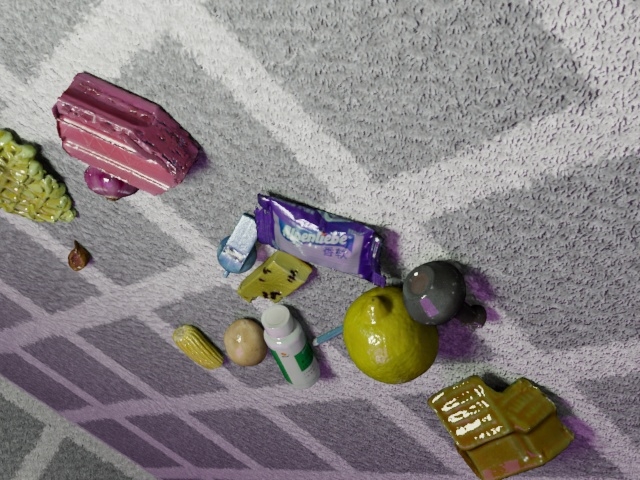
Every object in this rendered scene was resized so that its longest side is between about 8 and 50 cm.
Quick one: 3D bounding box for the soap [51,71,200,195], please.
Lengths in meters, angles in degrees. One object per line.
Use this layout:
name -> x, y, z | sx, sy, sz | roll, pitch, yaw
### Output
soap -> -0.348, -0.177, 1.318 | 0.250, 0.099, 0.162 | 26, 146, 2

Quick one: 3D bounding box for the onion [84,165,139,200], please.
onion -> -0.409, -0.130, 1.437 | 0.115, 0.115, 0.104 | -4, 92, 38

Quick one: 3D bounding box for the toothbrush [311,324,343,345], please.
toothbrush -> 0.052, 0.199, 1.633 | 0.025, 0.019, 0.276 | 28, 147, -17

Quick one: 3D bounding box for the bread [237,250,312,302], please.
bread -> -0.105, 0.089, 1.561 | 0.088, 0.049, 0.226 | 33, 147, -11

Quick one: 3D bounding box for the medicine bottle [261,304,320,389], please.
medicine bottle -> -0.072, 0.254, 1.724 | 0.095, 0.095, 0.260 | 9, 145, 24

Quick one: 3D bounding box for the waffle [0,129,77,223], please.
waffle -> -0.711, -0.140, 1.636 | 0.297, 0.073, 0.317 | 14, 144, 17

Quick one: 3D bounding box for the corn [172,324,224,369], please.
corn -> -0.333, 0.295, 1.987 | 0.085, 0.063, 0.165 | -26, 126, 22

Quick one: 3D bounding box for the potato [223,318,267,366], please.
potato -> -0.183, 0.255, 1.792 | 0.112, 0.112, 0.147 | 9, 149, 25

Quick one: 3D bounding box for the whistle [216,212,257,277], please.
whistle -> -0.163, 0.012, 1.485 | 0.090, 0.090, 0.158 | 29, 107, -4

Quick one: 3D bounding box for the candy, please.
candy -> 0.000, 0.000, 1.353 | 0.275, 0.070, 0.145 | 20, 140, 15

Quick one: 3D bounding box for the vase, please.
vase -> 0.233, 0.113, 1.321 | 0.120, 0.120, 0.183 | -13, 144, 44

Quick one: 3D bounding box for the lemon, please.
lemon -> 0.140, 0.189, 1.412 | 0.184, 0.184, 0.248 | 0, 149, 34

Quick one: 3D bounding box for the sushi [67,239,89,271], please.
sushi -> -0.617, 0.045, 1.853 | 0.050, 0.047, 0.099 | 19, 131, -9

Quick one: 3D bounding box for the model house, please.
model house -> 0.369, 0.376, 1.562 | 0.268, 0.173, 0.239 | -29, 109, 16
